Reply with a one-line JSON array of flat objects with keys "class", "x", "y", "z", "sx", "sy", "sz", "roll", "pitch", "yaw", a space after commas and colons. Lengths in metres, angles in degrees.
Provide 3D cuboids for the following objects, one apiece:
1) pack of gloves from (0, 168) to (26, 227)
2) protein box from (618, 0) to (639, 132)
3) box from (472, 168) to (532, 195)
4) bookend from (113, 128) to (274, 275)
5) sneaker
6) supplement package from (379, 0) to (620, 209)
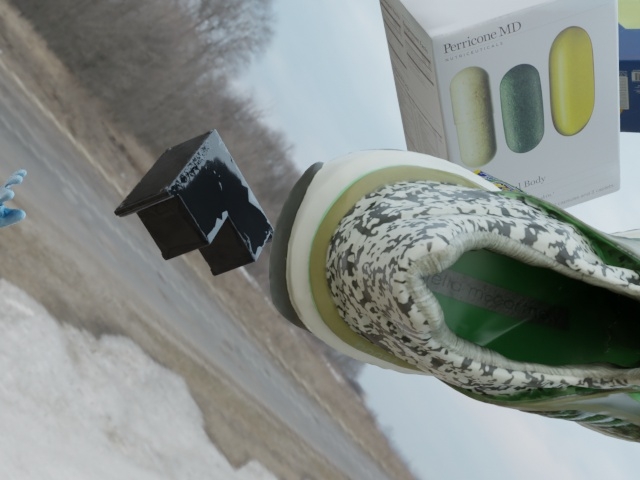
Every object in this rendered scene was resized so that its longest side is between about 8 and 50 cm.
[{"class": "pack of gloves", "x": -0.447, "y": 0.008, "z": 1.148, "sx": 0.046, "sy": 0.195, "sz": 0.232, "roll": 36, "pitch": -27, "yaw": -20}, {"class": "protein box", "x": 0.559, "y": -0.294, "z": 1.502, "sx": 0.200, "sy": 0.136, "sz": 0.201, "roll": 6, "pitch": -26, "yaw": 24}, {"class": "box", "x": 0.135, "y": 0.027, "z": 0.793, "sx": 0.059, "sy": 0.054, "sz": 0.169, "roll": 31, "pitch": -50, "yaw": 34}, {"class": "bookend", "x": -0.131, "y": -0.017, "z": 0.982, "sx": 0.157, "sy": 0.072, "sz": 0.156, "roll": 60, "pitch": 25, "yaw": -23}, {"class": "sneaker", "x": 0.179, "y": 0.060, "z": 0.505, "sx": 0.410, "sy": 0.158, "sz": 0.182, "roll": 12, "pitch": 7, "yaw": -15}, {"class": "supplement package", "x": 0.201, "y": -0.179, "z": 0.991, "sx": 0.198, "sy": 0.199, "sz": 0.263, "roll": -112, "pitch": -176, "yaw": -52}]
